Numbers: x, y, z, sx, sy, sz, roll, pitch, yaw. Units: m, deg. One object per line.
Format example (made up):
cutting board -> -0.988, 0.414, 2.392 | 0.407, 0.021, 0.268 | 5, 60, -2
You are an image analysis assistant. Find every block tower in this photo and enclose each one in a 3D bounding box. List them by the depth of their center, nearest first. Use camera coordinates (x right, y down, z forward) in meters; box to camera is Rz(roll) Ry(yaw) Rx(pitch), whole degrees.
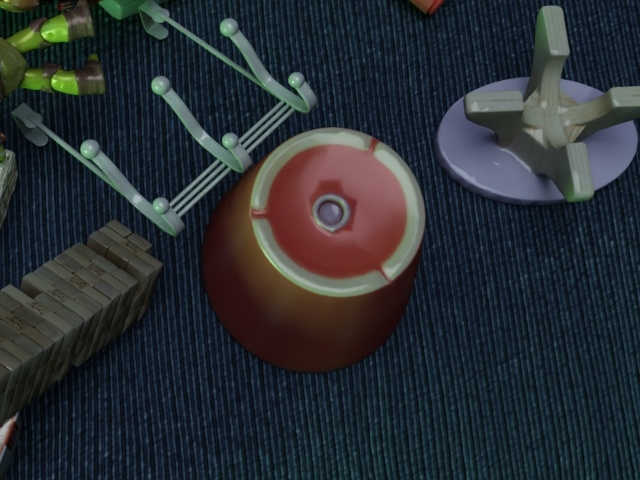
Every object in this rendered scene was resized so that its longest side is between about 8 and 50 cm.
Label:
block tower -> -0.299, 0.093, 1.329 | 0.091, 0.097, 0.335 | 32, 36, 12

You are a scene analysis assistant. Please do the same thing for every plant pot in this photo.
plant pot -> 0.000, 0.000, 1.428 | 0.275, 0.243, 0.275 | 2, 74, -8

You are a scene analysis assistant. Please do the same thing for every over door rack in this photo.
over door rack -> -0.198, -0.166, 1.437 | 0.239, 0.108, 0.324 | -44, 51, -18

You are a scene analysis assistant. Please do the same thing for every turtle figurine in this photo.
turtle figurine -> -0.357, -0.208, 1.350 | 0.217, 0.087, 0.269 | -13, 105, -13

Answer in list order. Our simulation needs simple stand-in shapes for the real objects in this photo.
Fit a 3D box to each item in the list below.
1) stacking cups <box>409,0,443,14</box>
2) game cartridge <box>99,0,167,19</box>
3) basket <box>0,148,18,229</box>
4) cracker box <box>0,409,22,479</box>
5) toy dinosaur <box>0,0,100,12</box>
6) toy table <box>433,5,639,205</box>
stacking cups -> 0.042, -0.420, 1.645 | 0.316, 0.096, 0.096 | 43, 72, 1
game cartridge -> -0.265, -0.441, 1.614 | 0.196, 0.060, 0.294 | -24, 79, -19
basket -> -0.427, -0.037, 1.436 | 0.103, 0.113, 0.167 | 15, 72, -7
cracker box -> -0.391, 0.291, 1.321 | 0.067, 0.156, 0.232 | 18, 72, -6
toy dinosaur -> -0.354, -0.335, 1.438 | 0.322, 0.218, 0.164 | 17, 106, -39
toy table -> 0.295, -0.153, 1.567 | 0.274, 0.161, 0.252 | -15, 77, -12
